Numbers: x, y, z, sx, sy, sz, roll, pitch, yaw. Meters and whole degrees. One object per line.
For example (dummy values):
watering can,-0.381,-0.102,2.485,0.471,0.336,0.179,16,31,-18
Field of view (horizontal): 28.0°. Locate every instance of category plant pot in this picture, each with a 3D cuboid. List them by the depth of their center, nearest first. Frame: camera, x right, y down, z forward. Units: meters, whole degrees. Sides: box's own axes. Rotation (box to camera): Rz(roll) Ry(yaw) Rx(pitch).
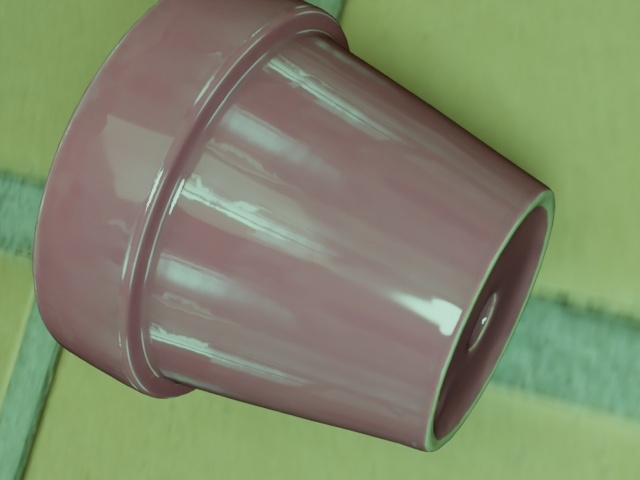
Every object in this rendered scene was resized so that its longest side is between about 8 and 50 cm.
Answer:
plant pot,0.000,0.000,0.591,0.180,0.201,0.201,24,90,19
